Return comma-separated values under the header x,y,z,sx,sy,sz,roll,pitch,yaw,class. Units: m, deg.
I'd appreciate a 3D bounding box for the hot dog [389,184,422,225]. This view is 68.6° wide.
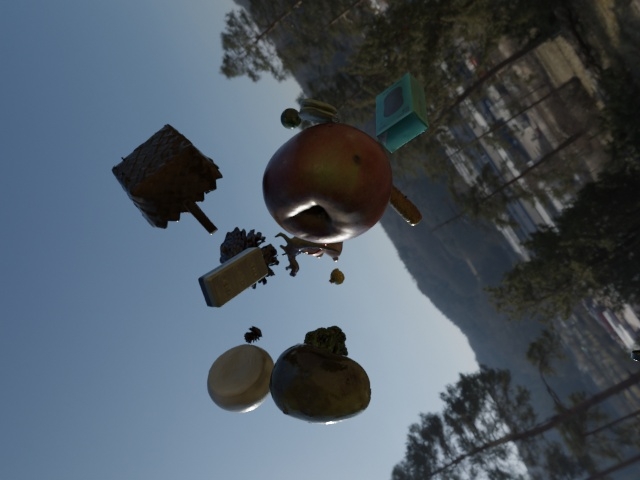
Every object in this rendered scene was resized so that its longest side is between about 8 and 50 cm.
x,y,z,sx,sy,sz,roll,pitch,yaw,class
0.336,-0.180,2.081,0.286,0.088,0.061,40,173,2,hot dog

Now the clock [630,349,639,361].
x,y,z,sx,sy,sz,roll,pitch,yaw,class
0.831,0.294,1.181,0.085,0.085,0.017,-5,-82,-76,clock

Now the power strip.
x,y,z,sx,sy,sz,roll,pitch,yaw,class
-0.273,0.112,1.523,0.256,0.070,0.105,-37,-62,-48,power strip

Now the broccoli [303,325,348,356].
x,y,z,sx,sy,sz,roll,pitch,yaw,class
0.009,0.348,1.484,0.138,0.162,0.146,-121,17,-83,broccoli

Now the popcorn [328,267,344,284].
x,y,z,sx,sy,sz,roll,pitch,yaw,class
0.073,0.186,2.327,0.084,0.084,0.084,53,-167,-18,popcorn

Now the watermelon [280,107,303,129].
x,y,z,sx,sy,sz,roll,pitch,yaw,class
-0.133,-0.566,2.181,0.109,0.109,0.109,53,-167,-18,watermelon

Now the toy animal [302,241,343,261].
x,y,z,sx,sy,sz,roll,pitch,yaw,class
0.000,0.000,2.055,0.197,0.171,0.171,14,-145,-26,toy animal

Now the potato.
x,y,z,sx,sy,sz,roll,pitch,yaw,class
-0.005,0.395,1.296,0.210,0.307,0.173,-50,-48,-46,potato

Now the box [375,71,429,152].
x,y,z,sx,sy,sz,roll,pitch,yaw,class
0.351,-0.565,2.055,0.118,0.205,0.312,33,-136,-30,box

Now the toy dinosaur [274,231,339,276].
x,y,z,sx,sy,sz,roll,pitch,yaw,class
-0.070,0.022,1.830,0.200,0.251,0.072,56,-159,3,toy dinosaur

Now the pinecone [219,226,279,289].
x,y,z,sx,sy,sz,roll,pitch,yaw,class
-0.334,0.083,2.241,0.296,0.242,0.298,46,157,-26,pinecone

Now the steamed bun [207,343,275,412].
x,y,z,sx,sy,sz,roll,pitch,yaw,class
-0.251,0.463,1.547,0.232,0.231,0.145,-104,-7,-55,steamed bun

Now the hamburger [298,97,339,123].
x,y,z,sx,sy,sz,roll,pitch,yaw,class
-0.002,-0.358,1.301,0.121,0.054,0.084,18,178,0,hamburger

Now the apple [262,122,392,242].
x,y,z,sx,sy,sz,roll,pitch,yaw,class
0.021,-0.156,1.278,0.348,0.348,0.277,47,-137,-40,apple

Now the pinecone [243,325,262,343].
x,y,z,sx,sy,sz,roll,pitch,yaw,class
-0.302,0.427,2.105,0.077,0.083,0.077,38,171,7,pinecone

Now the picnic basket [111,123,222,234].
x,y,z,sx,sy,sz,roll,pitch,yaw,class
-0.467,-0.173,1.538,0.254,0.291,0.321,40,167,42,picnic basket
